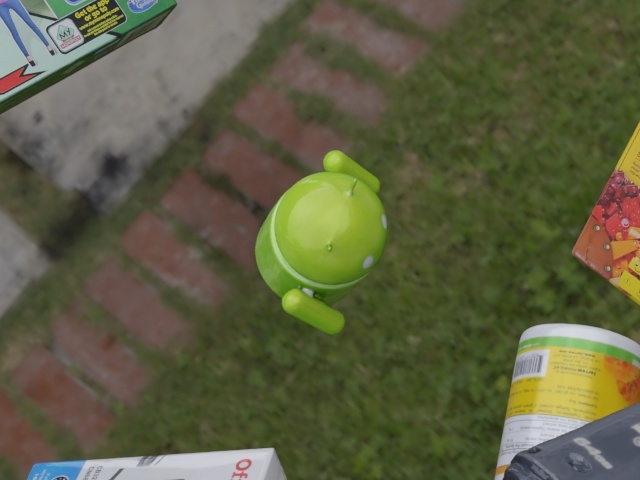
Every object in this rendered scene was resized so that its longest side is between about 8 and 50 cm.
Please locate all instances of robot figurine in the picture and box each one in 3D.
[{"bbox_3d":[0.000,0.000,0.971,0.115,0.067,0.101,129,160,-71],"label":"robot figurine"}]

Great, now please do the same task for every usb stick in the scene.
[{"bbox_3d":[0.238,0.120,1.045,0.278,0.045,0.077,-18,47,-28],"label":"usb stick"}]

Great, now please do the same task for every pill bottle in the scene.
[{"bbox_3d":[0.254,0.221,1.737,0.136,0.136,0.245,-3,66,39],"label":"pill bottle"}]

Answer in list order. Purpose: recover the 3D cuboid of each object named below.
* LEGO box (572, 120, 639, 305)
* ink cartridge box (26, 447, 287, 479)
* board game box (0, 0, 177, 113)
[{"bbox_3d":[0.589,-0.005,1.870,0.500,0.193,0.372,39,124,26],"label":"LEGO box"},{"bbox_3d":[-0.129,0.234,1.235,0.203,0.086,0.148,-7,33,18],"label":"ink cartridge box"},{"bbox_3d":[-0.273,-0.160,1.037,0.317,0.213,0.046,-35,2,-31],"label":"board game box"}]
